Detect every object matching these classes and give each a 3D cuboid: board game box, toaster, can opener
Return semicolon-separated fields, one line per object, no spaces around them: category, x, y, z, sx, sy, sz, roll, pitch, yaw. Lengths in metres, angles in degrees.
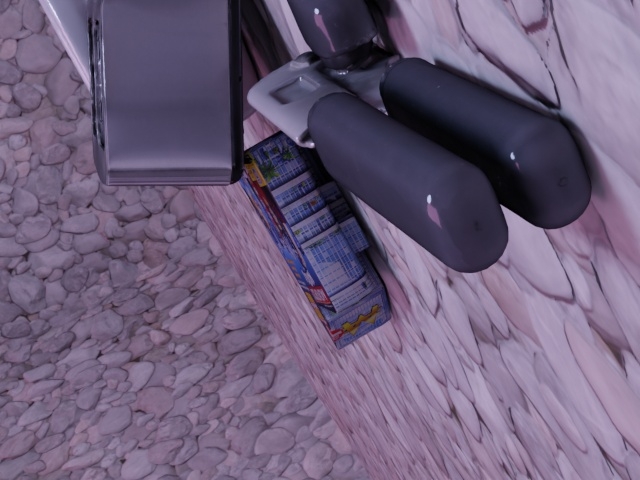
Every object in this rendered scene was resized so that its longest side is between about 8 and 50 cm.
board game box;0.000;0.000;1.167;0.194;0.060;0.194;60;174;-6
toaster;-0.118;-0.121;1.068;0.168;0.110;0.185;-138;46;-74
can opener;0.024;-0.064;0.628;0.093;0.074;0.280;65;172;-27

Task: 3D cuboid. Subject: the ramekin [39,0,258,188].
ramekin;-0.167;-0.198;1.267;0.277;0.135;0.277;60;174;10
